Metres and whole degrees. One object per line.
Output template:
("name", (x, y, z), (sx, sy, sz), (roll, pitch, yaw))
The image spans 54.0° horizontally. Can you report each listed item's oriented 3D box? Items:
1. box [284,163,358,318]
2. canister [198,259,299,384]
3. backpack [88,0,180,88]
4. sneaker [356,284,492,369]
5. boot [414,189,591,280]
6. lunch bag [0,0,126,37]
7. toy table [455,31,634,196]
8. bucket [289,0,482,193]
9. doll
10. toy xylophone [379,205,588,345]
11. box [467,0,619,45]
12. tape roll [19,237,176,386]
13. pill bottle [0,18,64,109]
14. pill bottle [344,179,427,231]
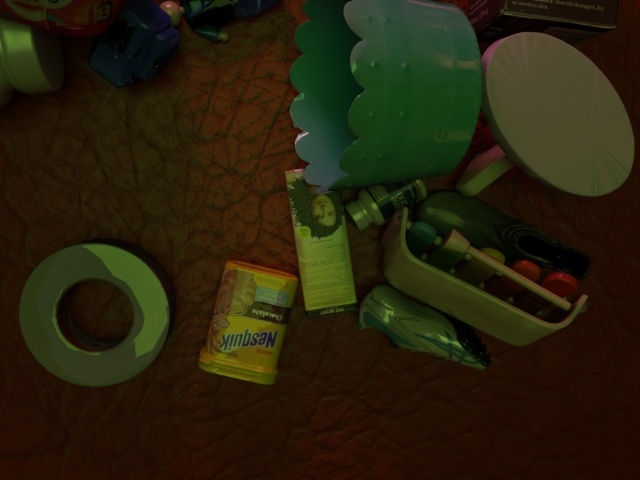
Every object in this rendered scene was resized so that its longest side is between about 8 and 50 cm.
("box", (0.000, 0.000, 0.986), (0.087, 0.058, 0.232), (-10, 98, -4))
("canister", (-0.111, 0.126, 0.984), (0.126, 0.073, 0.169), (14, 93, -6))
("backpack", (-0.271, -0.276, 0.904), (0.101, 0.098, 0.120), (41, 117, -7))
("sneaker", (0.167, 0.150, 1.013), (0.237, 0.085, 0.086), (27, 120, -10))
("boot", (0.276, -0.014, 0.955), (0.247, 0.161, 0.083), (20, 94, -7))
("lunch bag", (-0.375, -0.404, 0.796), (0.293, 0.120, 0.258), (16, 57, -7))
("toy table", (0.309, -0.175, 0.925), (0.252, 0.161, 0.274), (-44, 105, -10))
("bucket", (0.078, -0.203, 0.859), (0.183, 0.281, 0.281), (-3, 97, -18))
("doll", (-0.154, -0.366, 0.939), (0.189, 0.046, 0.129), (-19, 107, 4))
("toy xylophone", (0.240, 0.057, 0.926), (0.323, 0.236, 0.081), (29, 66, -6))
("box", (0.325, -0.400, 0.914), (0.167, 0.168, 0.203), (5, 95, -5))
("tape roll", (-0.337, 0.108, 0.963), (0.219, 0.072, 0.219), (0, 95, -4))
("pill bottle", (-0.532, -0.256, 0.854), (0.319, 0.176, 0.176), (-6, 97, -4))
("pill bottle", (0.100, -0.065, 0.983), (0.120, 0.067, 0.067), (-32, 98, -1))
